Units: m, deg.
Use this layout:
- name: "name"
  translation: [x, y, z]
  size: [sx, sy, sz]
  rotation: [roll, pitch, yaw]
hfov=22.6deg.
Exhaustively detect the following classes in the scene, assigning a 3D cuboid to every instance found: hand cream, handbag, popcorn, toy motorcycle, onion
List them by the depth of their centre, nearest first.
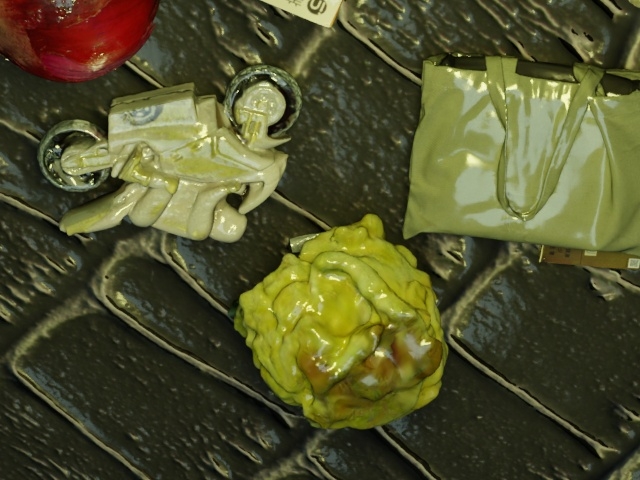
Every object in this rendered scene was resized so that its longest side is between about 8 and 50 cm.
- name: "onion"
  translation: [-0.295, -0.307, 1.768]
  size: [0.276, 0.276, 0.276]
  rotation: [2, 124, 2]
- name: "handbag"
  translation: [0.266, -0.100, 1.962]
  size: [0.316, 0.109, 0.253]
  rotation: [6, 117, 6]
- name: "toy motorcycle"
  translation: [-0.174, -0.089, 2.000]
  size: [0.341, 0.108, 0.222]
  rotation: [-13, 116, 4]
- name: "popcorn"
  translation: [0.030, 0.110, 2.038]
  size: [0.293, 0.237, 0.293]
  rotation: [-1, 130, -2]
- name: "hand cream"
  translation: [0.000, 0.000, 2.105]
  size: [0.093, 0.019, 0.030]
  rotation: [-9, 121, 1]

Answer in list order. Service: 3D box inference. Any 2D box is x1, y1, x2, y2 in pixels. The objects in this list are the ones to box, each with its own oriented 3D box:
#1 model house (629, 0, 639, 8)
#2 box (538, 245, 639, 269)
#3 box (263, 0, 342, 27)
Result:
- name: "model house"
  translation: [0.447, -0.346, 1.720]
  size: [0.198, 0.224, 0.215]
  rotation: [21, 123, -9]
- name: "box"
  translation: [0.354, -0.008, 2.071]
  size: [0.133, 0.023, 0.090]
  rotation: [4, 125, 1]
- name: "box"
  translation: [-0.068, -0.350, 1.722]
  size: [0.221, 0.274, 0.091]
  rotation: [21, 117, -8]
